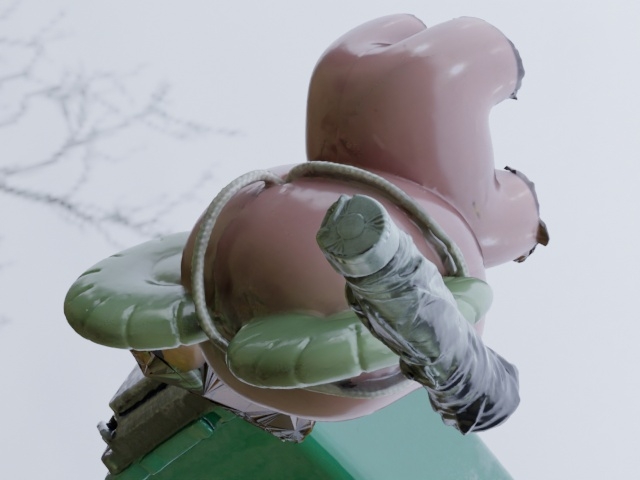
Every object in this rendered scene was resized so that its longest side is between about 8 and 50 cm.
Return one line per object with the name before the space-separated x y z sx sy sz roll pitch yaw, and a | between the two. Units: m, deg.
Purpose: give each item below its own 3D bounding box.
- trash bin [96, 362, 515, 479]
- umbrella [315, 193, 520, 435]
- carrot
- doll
trash bin | 0.016 0.200 1.733 0.381 0.259 0.295 44 -51 -11
umbrella | 0.042 0.037 0.812 0.050 0.046 0.188 25 -14 34
carrot | -0.072 0.103 1.403 0.228 0.069 0.069 37 14 -52
doll | 0.000 0.000 1.092 0.284 0.268 0.216 7 -64 44
